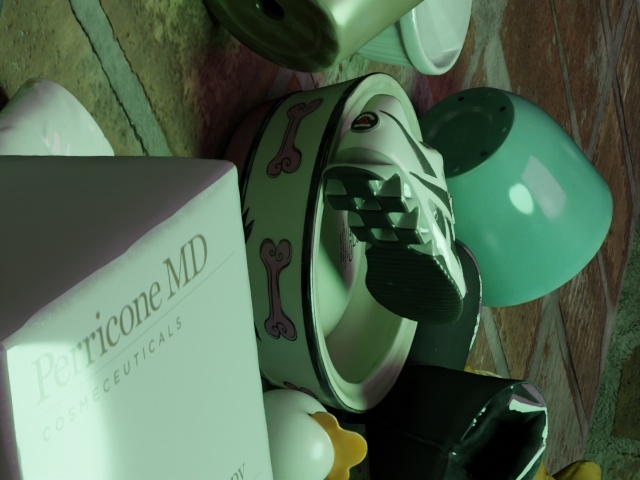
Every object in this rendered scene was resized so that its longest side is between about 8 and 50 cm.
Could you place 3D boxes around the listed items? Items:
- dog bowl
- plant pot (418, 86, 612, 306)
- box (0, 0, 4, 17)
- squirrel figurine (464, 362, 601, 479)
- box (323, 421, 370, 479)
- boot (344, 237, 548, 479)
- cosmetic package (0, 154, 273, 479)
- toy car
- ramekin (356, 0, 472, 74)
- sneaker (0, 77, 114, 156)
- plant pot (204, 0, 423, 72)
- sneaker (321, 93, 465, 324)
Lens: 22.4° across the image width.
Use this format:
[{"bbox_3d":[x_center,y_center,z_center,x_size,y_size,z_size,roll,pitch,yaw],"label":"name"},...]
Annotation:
[{"bbox_3d":[0.000,0.000,1.951,0.408,0.150,0.408,3,90,-68],"label":"dog bowl"},{"bbox_3d":[0.254,-0.086,2.414,0.235,0.293,0.293,51,45,-38],"label":"plant pot"},{"bbox_3d":[-0.321,-0.230,1.236,0.231,0.056,0.183,39,57,-64],"label":"box"},{"bbox_3d":[0.227,0.386,2.437,0.370,0.281,0.397,64,34,-40],"label":"squirrel figurine"},{"bbox_3d":[-0.002,0.338,2.050,0.103,0.114,0.203,-45,133,-59],"label":"box"},{"bbox_3d":[0.168,0.175,2.060,0.445,0.146,0.367,-174,-80,-80],"label":"boot"},{"bbox_3d":[-0.246,0.173,1.135,0.329,0.327,0.394,-43,132,-59],"label":"cosmetic package"},{"bbox_3d":[-0.063,0.230,1.715,0.219,0.238,0.210,-58,145,-49],"label":"toy car"},{"bbox_3d":[0.110,-0.361,2.189,0.273,0.127,0.273,4,90,-69],"label":"ramekin"},{"bbox_3d":[-0.225,-0.002,1.448,0.169,0.108,0.292,-59,145,-43],"label":"sneaker"},{"bbox_3d":[0.014,-0.349,1.777,0.280,0.323,0.323,-54,145,-25],"label":"plant pot"},{"bbox_3d":[0.107,-0.032,1.847,0.330,0.122,0.146,67,36,-49],"label":"sneaker"}]
